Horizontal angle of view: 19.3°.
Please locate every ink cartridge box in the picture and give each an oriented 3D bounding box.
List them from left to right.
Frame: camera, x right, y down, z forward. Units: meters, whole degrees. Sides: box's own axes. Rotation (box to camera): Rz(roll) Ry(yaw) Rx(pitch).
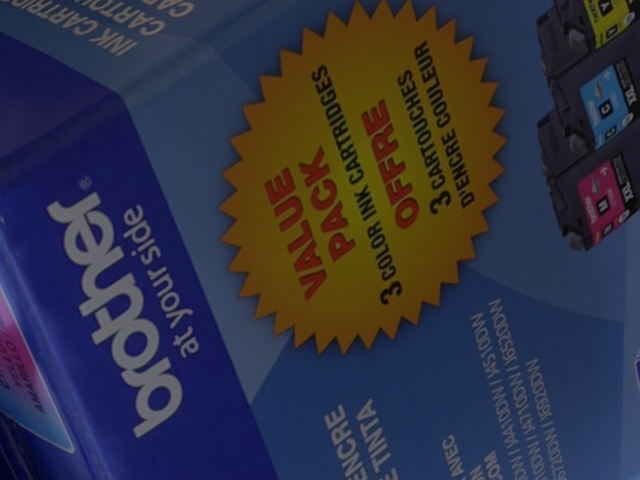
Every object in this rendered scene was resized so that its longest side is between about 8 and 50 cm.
[{"bbox_3d":[0.000,0.000,0.651,0.151,0.395,0.270,27,-36,48],"label":"ink cartridge box"}]
